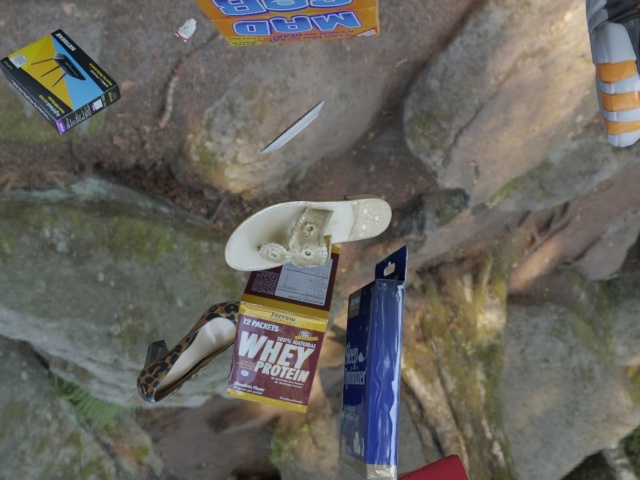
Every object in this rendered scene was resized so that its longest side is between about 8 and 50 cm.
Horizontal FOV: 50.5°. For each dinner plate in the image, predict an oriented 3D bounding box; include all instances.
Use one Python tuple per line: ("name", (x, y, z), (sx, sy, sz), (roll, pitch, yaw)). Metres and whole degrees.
("dinner plate", (-0.044, -0.185, 1.127), (0.141, 0.017, 0.141), (-39, -171, 8))

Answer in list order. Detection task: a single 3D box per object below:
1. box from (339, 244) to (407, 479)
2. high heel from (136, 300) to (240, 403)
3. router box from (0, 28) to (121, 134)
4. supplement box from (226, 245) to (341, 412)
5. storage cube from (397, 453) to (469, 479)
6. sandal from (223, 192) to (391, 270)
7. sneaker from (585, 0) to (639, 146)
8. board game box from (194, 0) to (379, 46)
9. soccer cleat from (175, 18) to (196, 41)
("box", (0.053, 0.123, 0.709), (0.036, 0.225, 0.136), (7, 168, -8))
("high heel", (-0.206, 0.205, 1.236), (0.261, 0.186, 0.093), (-24, 112, 2))
("router box", (-0.472, -0.291, 1.234), (0.133, 0.179, 0.046), (-40, 162, -23))
("supplement box", (-0.056, 0.127, 1.079), (0.129, 0.194, 0.191), (12, 122, 1))
("storage cube", (0.100, 0.414, 0.899), (0.193, 0.215, 0.183), (-2, 154, -45))
("sandal", (0.000, -0.006, 0.874), (0.240, 0.079, 0.088), (-15, 118, -24))
("sneaker", (0.329, -0.170, 0.581), (0.180, 0.321, 0.125), (-8, 118, 23))
("board game box", (-0.067, -0.648, 1.421), (0.356, 0.356, 0.356), (-2, 176, 8))
("soccer cleat", (-0.246, -0.390, 1.251), (0.029, 0.083, 0.035), (34, 109, -15))
